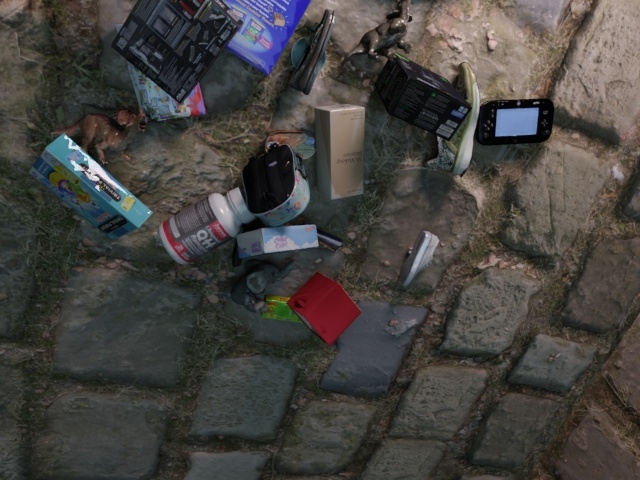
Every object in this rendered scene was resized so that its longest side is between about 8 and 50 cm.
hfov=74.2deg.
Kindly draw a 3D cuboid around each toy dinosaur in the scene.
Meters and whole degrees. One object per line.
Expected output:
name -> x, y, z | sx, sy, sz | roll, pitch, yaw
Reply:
toy dinosaur -> -0.690, -0.356, 1.360 | 0.295, 0.127, 0.201 | 13, 104, -4
toy dinosaur -> 0.206, -0.663, 1.395 | 0.313, 0.160, 0.121 | -38, 132, 17

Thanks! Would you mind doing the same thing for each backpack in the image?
backpack -> -0.148, -0.174, 1.463 | 0.225, 0.254, 0.191 | -24, 141, 17

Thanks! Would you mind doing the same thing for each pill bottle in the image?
pill bottle -> -0.398, -0.061, 1.518 | 0.318, 0.176, 0.176 | -29, 117, 3

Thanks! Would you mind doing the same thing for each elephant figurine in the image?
elephant figurine -> -0.242, 0.150, 1.678 | 0.186, 0.169, 0.240 | 7, 111, -60

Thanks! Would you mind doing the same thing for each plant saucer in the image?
plant saucer -> -0.041, -0.619, 1.420 | 0.119, 0.021, 0.120 | -5, 116, -10

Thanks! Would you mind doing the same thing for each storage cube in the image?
storage cube -> 0.012, 0.273, 1.724 | 0.193, 0.183, 0.215 | -44, 116, -14

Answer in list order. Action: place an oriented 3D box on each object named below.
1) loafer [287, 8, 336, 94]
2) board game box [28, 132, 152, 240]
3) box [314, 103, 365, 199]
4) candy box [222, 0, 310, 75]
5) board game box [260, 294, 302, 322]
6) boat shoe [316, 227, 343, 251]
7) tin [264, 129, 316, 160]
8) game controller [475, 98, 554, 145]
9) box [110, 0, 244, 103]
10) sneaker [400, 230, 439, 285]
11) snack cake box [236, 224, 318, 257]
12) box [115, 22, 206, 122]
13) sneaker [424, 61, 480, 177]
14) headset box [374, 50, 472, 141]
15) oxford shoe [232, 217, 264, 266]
loafer -> -0.030, -0.612, 1.364 | 0.084, 0.096, 0.268 | 17, 112, -12
board game box -> -0.747, -0.156, 1.373 | 0.253, 0.079, 0.336 | -13, 128, 46
box -> 0.068, -0.317, 1.511 | 0.147, 0.121, 0.311 | -15, 118, -23
candy box -> -0.192, -0.719, 1.288 | 0.268, 0.122, 0.317 | 29, 107, -20
board game box -> -0.156, 0.291, 1.805 | 0.181, 0.043, 0.092 | 10, 111, -16
boat shoe -> 0.000, 0.000, 1.690 | 0.183, 0.066, 0.066 | 23, 109, -20
tin -> -0.107, -0.343, 1.527 | 0.189, 0.040, 0.106 | -2, 111, -11
game controller -> 0.751, -0.458, 1.633 | 0.318, 0.067, 0.167 | -5, 115, -10
box -> -0.412, -0.592, 1.216 | 0.242, 0.077, 0.307 | 38, 118, -22
sneaker -> 0.427, 0.088, 1.803 | 0.091, 0.094, 0.258 | 20, 108, -15
snack cake box -> -0.152, 0.001, 1.538 | 0.264, 0.152, 0.089 | -6, 88, -46
box -> -0.497, -0.538, 1.344 | 0.200, 0.057, 0.294 | -10, 116, -5
sneaker -> 0.473, -0.436, 1.556 | 0.181, 0.158, 0.411 | 3, 110, 6
headset box -> 0.334, -0.490, 1.421 | 0.246, 0.283, 0.131 | 19, 125, -18
oxford shoe -> -0.276, 0.013, 1.632 | 0.096, 0.083, 0.227 | 20, 110, -24
